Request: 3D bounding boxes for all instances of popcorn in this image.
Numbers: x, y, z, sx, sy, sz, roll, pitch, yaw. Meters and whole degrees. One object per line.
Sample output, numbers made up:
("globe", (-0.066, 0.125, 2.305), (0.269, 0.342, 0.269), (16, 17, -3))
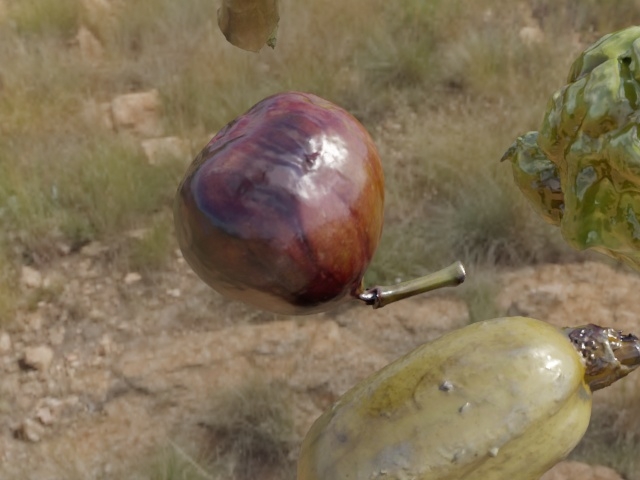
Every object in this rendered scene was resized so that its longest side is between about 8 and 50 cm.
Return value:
("popcorn", (0.377, -0.098, 1.048), (0.335, 0.279, 0.274), (22, 75, 10))

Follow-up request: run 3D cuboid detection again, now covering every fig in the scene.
("fig", (-0.015, 0.000, 0.885), (0.186, 0.249, 0.204), (-18, 26, 35))

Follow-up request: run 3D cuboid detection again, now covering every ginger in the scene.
("ginger", (-0.049, -0.171, 0.658), (0.044, 0.137, 0.057), (-20, 61, -12))

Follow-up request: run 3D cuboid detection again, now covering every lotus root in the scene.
("lotus root", (0.134, 0.164, 0.906), (0.342, 0.169, 0.151), (-32, 39, 6))
